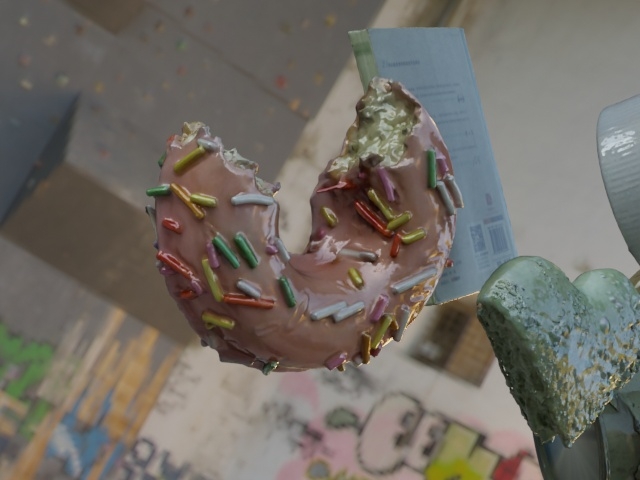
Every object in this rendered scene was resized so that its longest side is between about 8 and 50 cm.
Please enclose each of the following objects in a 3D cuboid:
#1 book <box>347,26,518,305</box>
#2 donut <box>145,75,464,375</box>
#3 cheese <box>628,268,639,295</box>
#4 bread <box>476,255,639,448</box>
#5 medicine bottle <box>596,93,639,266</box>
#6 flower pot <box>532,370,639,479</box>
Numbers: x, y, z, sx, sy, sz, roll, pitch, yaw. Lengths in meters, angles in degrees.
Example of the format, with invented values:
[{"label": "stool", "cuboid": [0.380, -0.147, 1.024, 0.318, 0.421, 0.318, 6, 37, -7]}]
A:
[{"label": "book", "cuboid": [0.127, -0.083, 1.551, 0.025, 0.283, 0.215, -15, -3, 34]}, {"label": "donut", "cuboid": [0.000, 0.000, 1.042, 0.085, 0.233, 0.199, 16, -60, 56]}, {"label": "cheese", "cuboid": [0.441, 0.098, 1.954, 0.117, 0.235, 0.218, 45, -23, 2]}, {"label": "bread", "cuboid": [0.221, 0.103, 1.365, 0.232, 0.172, 0.064, 13, 1, -43]}, {"label": "medicine bottle", "cuboid": [0.475, -0.101, 1.464, 0.371, 0.211, 0.211, -19, -37, 26]}, {"label": "flower pot", "cuboid": [0.364, 0.209, 1.693, 0.202, 0.212, 0.212, -5, -7, -10]}]
